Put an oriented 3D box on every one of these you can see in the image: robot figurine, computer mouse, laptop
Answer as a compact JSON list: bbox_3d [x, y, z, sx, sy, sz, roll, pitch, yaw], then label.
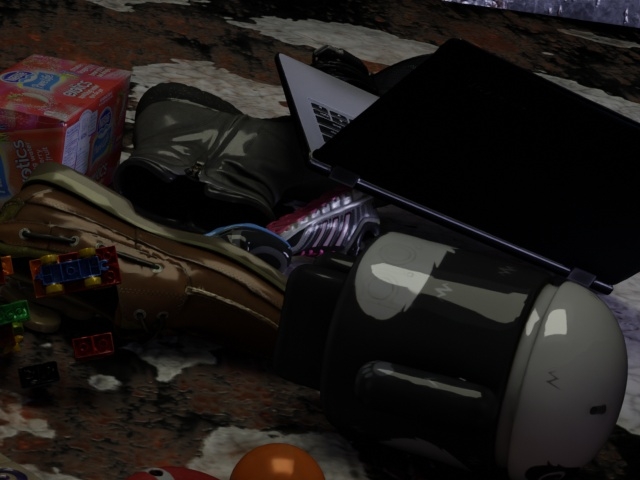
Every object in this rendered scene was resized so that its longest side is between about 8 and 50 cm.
[{"bbox_3d":[0.105,0.095,1.429,0.278,0.173,0.209,15,53,16],"label":"robot figurine"},{"bbox_3d":[0.136,-0.181,2.049,0.272,0.072,0.188,11,-13,43],"label":"computer mouse"},{"bbox_3d":[0.194,-0.124,1.856,0.382,0.236,0.408,23,24,-22],"label":"laptop"}]

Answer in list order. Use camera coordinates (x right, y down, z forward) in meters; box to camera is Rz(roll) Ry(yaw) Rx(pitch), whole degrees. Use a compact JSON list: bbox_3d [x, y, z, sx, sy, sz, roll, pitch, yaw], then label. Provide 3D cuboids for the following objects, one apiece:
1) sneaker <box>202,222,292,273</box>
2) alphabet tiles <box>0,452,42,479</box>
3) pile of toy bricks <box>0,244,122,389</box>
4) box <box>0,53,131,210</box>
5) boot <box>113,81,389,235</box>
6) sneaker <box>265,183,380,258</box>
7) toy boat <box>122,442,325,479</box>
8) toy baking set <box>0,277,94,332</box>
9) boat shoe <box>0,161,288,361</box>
[{"bbox_3d":[-0.107,0.028,1.712,0.188,0.067,0.078,-2,42,-38],"label":"sneaker"},{"bbox_3d":[-0.318,0.169,1.225,0.198,0.009,0.237,25,22,38],"label":"alphabet tiles"},{"bbox_3d":[-0.265,0.069,1.452,0.212,0.118,0.105,-10,-7,-9],"label":"pile of toy bricks"},{"bbox_3d":[-0.296,-0.107,1.897,0.123,0.128,0.257,12,18,6],"label":"box"},{"bbox_3d":[-0.055,-0.058,1.953,0.338,0.118,0.222,8,28,-6],"label":"boot"},{"bbox_3d":[0.000,0.000,1.838,0.170,0.075,0.063,-30,12,-34],"label":"sneaker"},{"bbox_3d":[-0.035,0.192,1.074,0.231,0.151,0.151,23,22,36],"label":"toy boat"},{"bbox_3d":[-0.310,0.031,1.632,0.197,0.030,0.256,10,23,-18],"label":"toy baking set"},{"bbox_3d":[-0.149,0.046,1.573,0.307,0.110,0.104,24,53,11],"label":"boat shoe"}]
